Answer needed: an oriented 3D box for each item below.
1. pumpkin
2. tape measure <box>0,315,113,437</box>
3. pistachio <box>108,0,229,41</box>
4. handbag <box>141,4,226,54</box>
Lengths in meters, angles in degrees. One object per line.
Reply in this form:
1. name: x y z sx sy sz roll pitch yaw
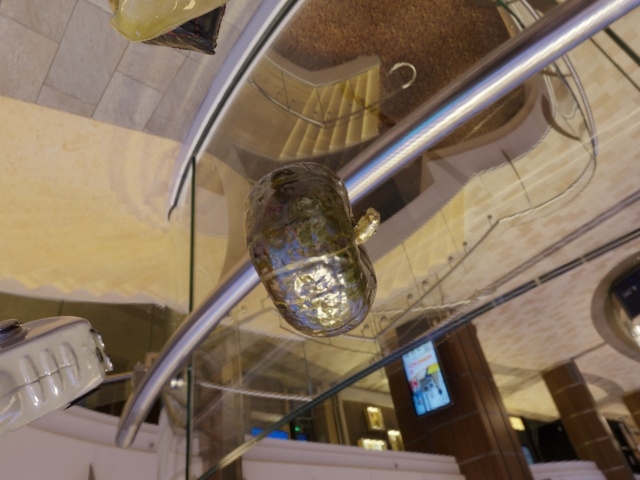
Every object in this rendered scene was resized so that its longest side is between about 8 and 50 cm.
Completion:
1. pumpkin: 0.000 0.000 0.611 0.162 0.219 0.219 -22 140 10
2. tape measure: -0.387 0.158 0.535 0.197 0.120 0.236 0 -163 42
3. pistachio: -0.199 -0.398 0.687 0.288 0.166 0.197 -13 -172 32
4. handbag: -0.324 -0.525 1.088 0.215 0.169 0.155 14 180 12
